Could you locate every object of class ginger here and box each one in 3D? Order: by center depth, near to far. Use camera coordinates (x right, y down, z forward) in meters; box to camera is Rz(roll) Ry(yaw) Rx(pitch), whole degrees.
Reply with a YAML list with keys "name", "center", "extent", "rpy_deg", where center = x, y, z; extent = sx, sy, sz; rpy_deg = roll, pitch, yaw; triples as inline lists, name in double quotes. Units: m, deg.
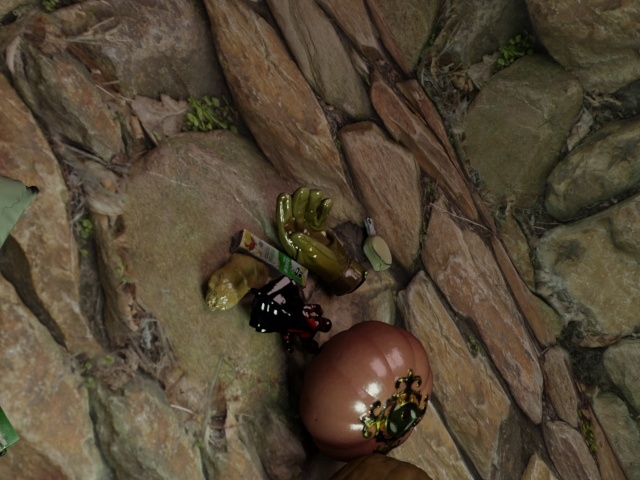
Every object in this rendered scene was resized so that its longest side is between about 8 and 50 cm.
- name: "ginger"
  center: [-0.171, 0.082, 1.029]
  extent: [0.190, 0.069, 0.095]
  rpy_deg: [-39, 131, -55]

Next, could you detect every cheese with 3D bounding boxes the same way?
- name: "cheese"
  center: [0.163, 0.010, 1.499]
  extent: [0.092, 0.048, 0.171]
  rpy_deg: [-19, 82, -56]

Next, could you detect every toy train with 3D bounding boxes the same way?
- name: "toy train"
  center: [-0.427, 0.233, 0.627]
  extent: [0.038, 0.056, 0.093]
  rpy_deg: [-31, 91, -52]

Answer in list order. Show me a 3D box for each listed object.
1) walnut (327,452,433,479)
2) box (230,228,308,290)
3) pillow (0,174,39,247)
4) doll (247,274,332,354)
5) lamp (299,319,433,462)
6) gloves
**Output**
- name: "walnut"
  center: [0.101, 0.548, 0.865]
  extent: [0.306, 0.306, 0.344]
  rpy_deg: [54, 46, -9]
- name: "box"
  center: [-0.115, 0.049, 1.142]
  extent: [0.207, 0.041, 0.049]
  rpy_deg: [35, 43, -30]
- name: "pillow"
  center: [-0.550, -0.017, 0.593]
  extent: [0.310, 0.119, 0.312]
  rpy_deg: [28, 47, -33]
- name: "doll"
  center: [-0.072, 0.161, 1.060]
  extent: [0.249, 0.088, 0.127]
  rpy_deg: [39, 51, -44]
- name: "lamp"
  center: [0.088, 0.308, 1.046]
  extent: [0.305, 0.240, 0.305]
  rpy_deg: [-15, 118, -31]
- name: "gloves"
  center: [-0.010, 0.002, 1.222]
  extent: [0.154, 0.141, 0.331]
  rpy_deg: [-53, 122, -25]
